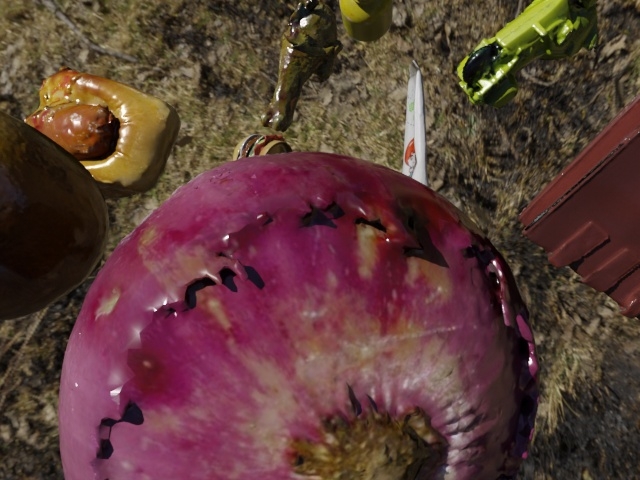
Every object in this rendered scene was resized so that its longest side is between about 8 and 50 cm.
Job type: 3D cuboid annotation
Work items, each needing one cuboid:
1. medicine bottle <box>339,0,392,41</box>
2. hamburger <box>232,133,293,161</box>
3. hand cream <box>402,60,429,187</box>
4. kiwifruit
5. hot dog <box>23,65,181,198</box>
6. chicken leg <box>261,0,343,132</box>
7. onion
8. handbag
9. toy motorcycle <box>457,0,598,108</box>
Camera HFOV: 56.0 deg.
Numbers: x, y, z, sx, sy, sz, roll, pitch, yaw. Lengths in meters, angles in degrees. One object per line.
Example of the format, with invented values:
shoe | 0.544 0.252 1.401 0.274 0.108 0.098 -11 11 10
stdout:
medicine bottle | 0.102 -0.546 1.361 0.121 0.212 0.122 0 86 7
hamburger | -0.167 -0.223 1.679 0.136 0.175 0.175 25 96 31
hand cream | 0.167 -0.143 1.070 0.076 0.121 0.336 -1 96 0
kiwifruit | -0.313 -0.023 0.556 0.196 0.234 0.196 -30 47 38
hot dog | -0.304 -0.133 0.785 0.256 0.153 0.150 0 72 53
chicken leg | -0.050 -0.475 1.671 0.140 0.211 0.361 27 103 37
onion | -0.007 0.102 0.489 0.358 0.345 0.359 1 111 2
handbag | 0.414 -0.039 0.705 0.260 0.084 0.275 31 122 -14
toy motorcycle | 0.443 -0.412 1.248 0.342 0.206 0.142 -37 53 13
